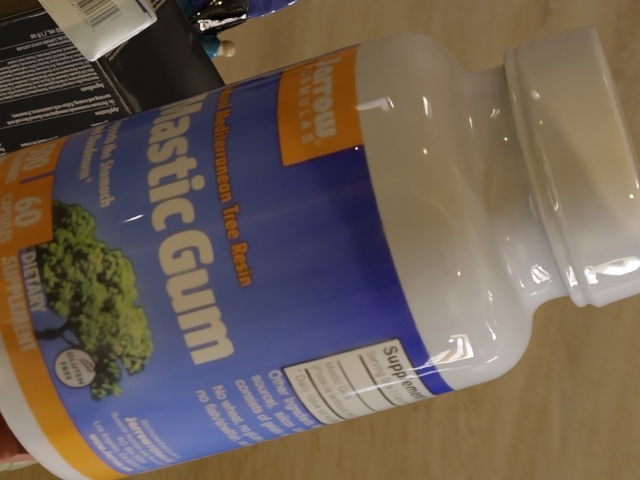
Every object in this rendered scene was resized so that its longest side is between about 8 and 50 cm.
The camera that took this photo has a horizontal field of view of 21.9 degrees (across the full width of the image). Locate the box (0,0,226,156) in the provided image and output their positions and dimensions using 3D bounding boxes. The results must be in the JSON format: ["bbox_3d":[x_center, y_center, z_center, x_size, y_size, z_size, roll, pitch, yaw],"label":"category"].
[{"bbox_3d":[-0.204,-0.099,1.203,0.261,0.103,0.184,-6,123,38],"label":"box"}]

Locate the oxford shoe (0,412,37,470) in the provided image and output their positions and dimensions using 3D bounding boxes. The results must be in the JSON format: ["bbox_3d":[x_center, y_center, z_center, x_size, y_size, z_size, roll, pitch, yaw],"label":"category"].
[{"bbox_3d":[-0.340,0.136,1.246,0.397,0.146,0.141,5,69,-34],"label":"oxford shoe"}]

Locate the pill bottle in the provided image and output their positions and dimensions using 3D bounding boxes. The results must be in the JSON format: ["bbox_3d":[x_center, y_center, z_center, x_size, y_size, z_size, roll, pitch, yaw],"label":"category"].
[{"bbox_3d":[0.000,0.000,0.701,0.272,0.152,0.152,-17,102,13],"label":"pill bottle"}]

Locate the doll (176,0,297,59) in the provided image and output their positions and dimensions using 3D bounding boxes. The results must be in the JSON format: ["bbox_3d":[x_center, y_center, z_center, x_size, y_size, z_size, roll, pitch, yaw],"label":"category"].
[{"bbox_3d":[-0.090,-0.217,1.403,0.189,0.046,0.129,-24,113,1],"label":"doll"}]

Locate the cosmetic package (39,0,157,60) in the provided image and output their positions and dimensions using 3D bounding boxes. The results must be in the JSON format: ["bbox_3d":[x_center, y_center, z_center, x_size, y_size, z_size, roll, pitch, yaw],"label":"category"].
[{"bbox_3d":[-0.122,-0.147,0.813,0.041,0.115,0.060,-31,135,7],"label":"cosmetic package"}]
